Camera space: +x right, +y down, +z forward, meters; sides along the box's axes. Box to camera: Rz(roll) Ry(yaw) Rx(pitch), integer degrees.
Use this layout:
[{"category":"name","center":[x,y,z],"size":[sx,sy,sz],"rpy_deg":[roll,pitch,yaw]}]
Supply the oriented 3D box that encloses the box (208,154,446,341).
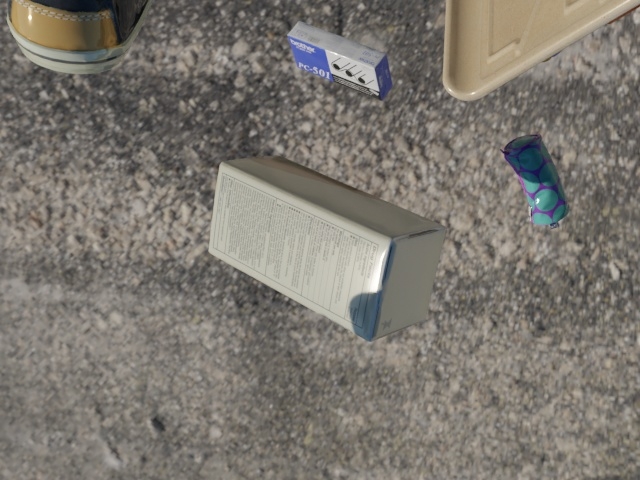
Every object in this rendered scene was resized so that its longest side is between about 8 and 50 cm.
[{"category":"box","center":[0.000,0.000,1.180],"size":[0.311,0.121,0.147],"rpy_deg":[27,116,35]}]

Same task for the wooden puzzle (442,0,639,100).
[{"category":"wooden puzzle","center":[0.294,-0.353,1.022],"size":[0.081,0.322,0.348],"rpy_deg":[19,155,-32]}]

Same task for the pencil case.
[{"category":"pencil case","center":[0.347,-0.095,1.409],"size":[0.070,0.064,0.151],"rpy_deg":[-26,109,3]}]

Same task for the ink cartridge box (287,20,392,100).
[{"category":"ink cartridge box","center":[0.038,-0.351,1.711],"size":[0.207,0.046,0.097],"rpy_deg":[27,159,26]}]

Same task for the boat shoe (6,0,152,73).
[{"category":"boat shoe","center":[-0.248,-0.400,1.032],"size":[0.187,0.500,0.156],"rpy_deg":[9,136,-6]}]
